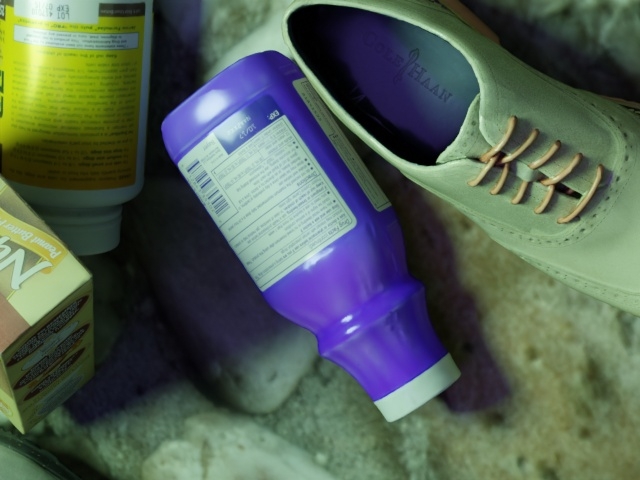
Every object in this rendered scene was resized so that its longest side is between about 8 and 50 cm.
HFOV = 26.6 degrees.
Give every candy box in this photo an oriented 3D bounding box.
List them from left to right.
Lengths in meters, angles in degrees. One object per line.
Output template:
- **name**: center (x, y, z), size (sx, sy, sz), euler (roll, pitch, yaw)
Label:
- **candy box**: center (-0.260, 0.031, 1.025), size (0.183, 0.087, 0.316), euler (46, 161, 6)

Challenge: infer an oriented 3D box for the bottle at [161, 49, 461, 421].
- **bottle**: center (0.000, 0.000, 1.006), size (0.118, 0.092, 0.283), euler (-36, 88, 28)

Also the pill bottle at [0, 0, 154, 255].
- **pill bottle**: center (-0.192, -0.101, 1.052), size (0.117, 0.117, 0.215), euler (12, 107, 21)

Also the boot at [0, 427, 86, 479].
- **boot**: center (-0.256, 0.265, 1.072), size (0.338, 0.223, 0.118), euler (12, 116, 5)

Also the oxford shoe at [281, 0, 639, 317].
- **oxford shoe**: center (0.138, -0.045, 0.902), size (0.397, 0.146, 0.140), euler (32, 111, 13)
